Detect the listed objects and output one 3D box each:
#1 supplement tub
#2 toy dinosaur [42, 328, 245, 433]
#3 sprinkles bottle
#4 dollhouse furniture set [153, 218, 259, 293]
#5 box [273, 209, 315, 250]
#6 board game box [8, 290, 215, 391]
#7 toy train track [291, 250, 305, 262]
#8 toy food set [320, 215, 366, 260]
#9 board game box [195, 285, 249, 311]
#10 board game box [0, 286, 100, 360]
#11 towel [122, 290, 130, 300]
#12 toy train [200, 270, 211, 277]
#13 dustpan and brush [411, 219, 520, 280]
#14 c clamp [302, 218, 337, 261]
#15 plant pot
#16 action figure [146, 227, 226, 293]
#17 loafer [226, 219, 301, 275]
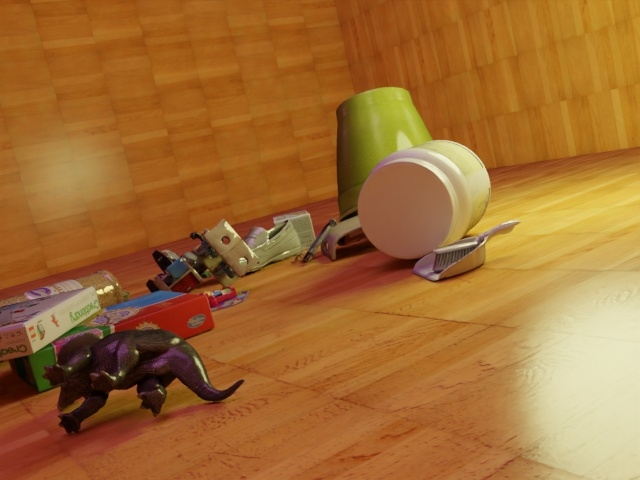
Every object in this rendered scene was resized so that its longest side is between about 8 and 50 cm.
[{"bbox_3d":[0.230,-0.092,1.485,0.235,0.236,0.325,-10,8,26],"label":"supplement tub"},{"bbox_3d":[-0.245,0.159,0.870,0.313,0.121,0.160,-15,19,17],"label":"toy dinosaur"},{"bbox_3d":[-0.600,0.161,1.455,0.121,0.121,0.355,-8,7,38],"label":"sprinkles bottle"},{"bbox_3d":[-0.259,0.072,1.547,0.183,0.129,0.129,-43,3,-28],"label":"dollhouse furniture set"},{"bbox_3d":[-0.082,-0.028,2.090,0.114,0.103,0.203,-14,7,-4],"label":"box"},{"bbox_3d":[-0.388,0.172,1.240,0.316,0.064,0.242,-18,9,-33],"label":"board game box"},{"bbox_3d":[-0.053,0.043,1.802,0.048,0.014,0.083,-46,2,-20],"label":"toy train track"},{"bbox_3d":[0.152,-0.025,1.783,0.306,0.092,0.220,-22,8,-5],"label":"toy food set"},{"bbox_3d":[-0.229,0.121,1.478,0.133,0.033,0.169,-13,7,2],"label":"board game box"},{"bbox_3d":[-0.529,0.151,1.177,0.192,0.053,0.305,-13,7,3],"label":"board game box"},{"bbox_3d":[-0.590,0.168,1.797,0.110,0.027,0.148,-9,9,37],"label":"towel"},{"bbox_3d":[-0.340,0.098,1.933,0.083,0.017,0.023,-5,21,47],"label":"toy train"},{"bbox_3d":[0.282,0.013,1.269,0.211,0.060,0.147,-14,7,-9],"label":"dustpan and brush"},{"bbox_3d":[0.000,0.000,1.759,0.161,0.022,0.137,-57,4,-29],"label":"c clamp"},{"bbox_3d":[0.195,-0.263,2.079,0.366,0.353,0.366,-13,-9,-2],"label":"plant pot"},{"bbox_3d":[-0.342,0.058,1.737,0.099,0.185,0.285,33,16,5],"label":"action figure"},{"bbox_3d":[-0.178,0.020,1.855,0.112,0.112,0.319,-8,9,37],"label":"loafer"}]
